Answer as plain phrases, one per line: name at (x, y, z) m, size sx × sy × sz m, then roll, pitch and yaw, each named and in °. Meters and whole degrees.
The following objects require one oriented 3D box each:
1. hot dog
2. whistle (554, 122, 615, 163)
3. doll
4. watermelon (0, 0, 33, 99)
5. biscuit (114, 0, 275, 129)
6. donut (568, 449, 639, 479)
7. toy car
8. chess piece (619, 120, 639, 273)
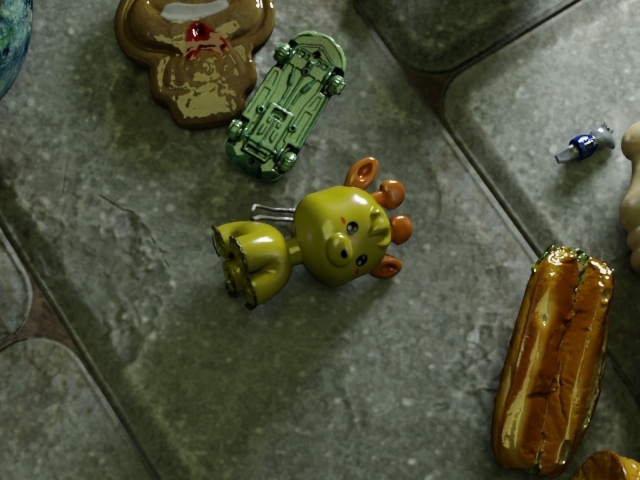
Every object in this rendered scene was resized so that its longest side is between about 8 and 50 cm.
hot dog at (0.260, 0.133, 1.528) m, size 0.115 × 0.072 × 0.269 m, roll 19°, pitch 72°, yaw 4°
whistle at (0.311, -0.109, 1.627) m, size 0.083 × 0.029 × 0.033 m, roll -26°, pitch 92°, yaw -17°
doll at (0.000, 0.000, 1.541) m, size 0.220 × 0.135 × 0.143 m, roll -21°, pitch 108°, yaw -14°
watermelon at (-0.431, -0.268, 1.606) m, size 0.226 × 0.148 × 0.318 m, roll 4°, pitch 86°, yaw 17°
biscuit at (-0.141, -0.287, 1.651) m, size 0.183 × 0.047 × 0.320 m, roll 17°, pitch 72°, yaw -1°
donut at (0.303, 0.293, 1.449) m, size 0.058 × 0.152 × 0.152 m, roll 15°, pitch 73°, yaw -12°
toy car at (-0.036, -0.154, 1.607) m, size 0.093 × 0.058 × 0.186 m, roll 31°, pitch 86°, yaw 6°
chess piece at (0.403, 0.006, 1.560) m, size 0.138 × 0.124 × 0.307 m, roll -23°, pitch 69°, yaw 25°
